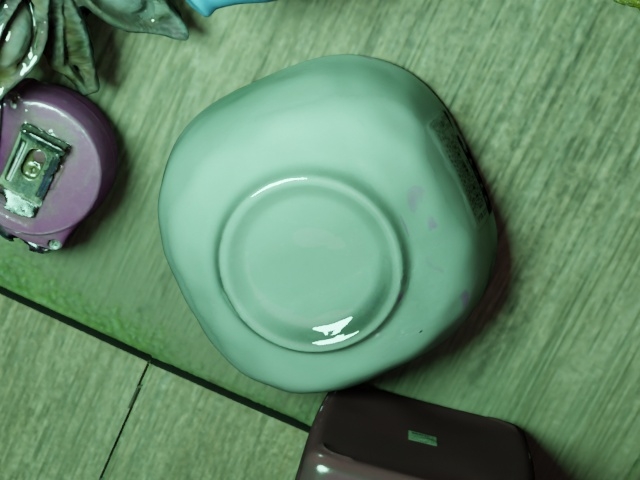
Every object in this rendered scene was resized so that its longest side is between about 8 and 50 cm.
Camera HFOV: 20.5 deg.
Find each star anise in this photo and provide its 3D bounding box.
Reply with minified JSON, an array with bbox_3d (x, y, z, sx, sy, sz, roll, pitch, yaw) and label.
[{"bbox_3d":[-0.200,-0.207,1.218,0.223,0.109,0.236,-4,117,-32],"label":"star anise"}]

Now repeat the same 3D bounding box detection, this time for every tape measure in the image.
[{"bbox_3d":[-0.212,-0.054,1.303,0.118,0.074,0.125,25,111,-2],"label":"tape measure"}]

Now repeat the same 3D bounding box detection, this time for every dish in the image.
[{"bbox_3d":[0.000,0.000,1.270,0.256,0.117,0.256,2,108,8],"label":"dish"}]

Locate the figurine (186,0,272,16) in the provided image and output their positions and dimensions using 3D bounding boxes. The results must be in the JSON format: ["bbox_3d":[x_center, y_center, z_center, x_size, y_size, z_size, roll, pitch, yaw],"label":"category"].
[{"bbox_3d":[-0.014,-0.274,1.145,0.262,0.154,0.180,-43,118,-4],"label":"figurine"}]

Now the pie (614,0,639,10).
[{"bbox_3d":[0.248,-0.256,1.100,0.355,0.103,0.288,-10,148,13],"label":"pie"}]

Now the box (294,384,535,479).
[{"bbox_3d":[0.055,0.215,1.250,0.193,0.294,0.167,12,98,3],"label":"box"}]
